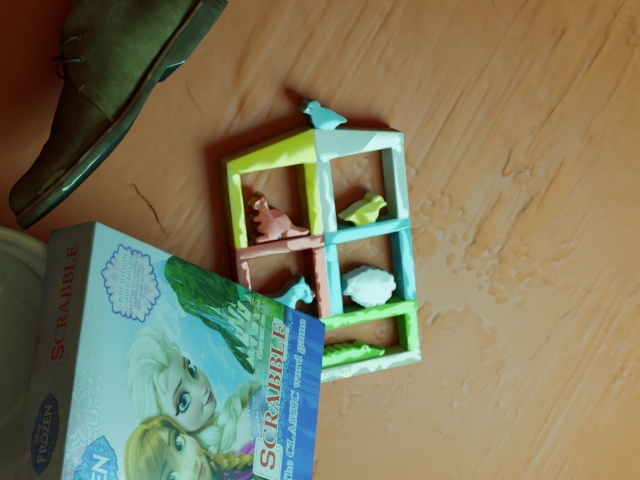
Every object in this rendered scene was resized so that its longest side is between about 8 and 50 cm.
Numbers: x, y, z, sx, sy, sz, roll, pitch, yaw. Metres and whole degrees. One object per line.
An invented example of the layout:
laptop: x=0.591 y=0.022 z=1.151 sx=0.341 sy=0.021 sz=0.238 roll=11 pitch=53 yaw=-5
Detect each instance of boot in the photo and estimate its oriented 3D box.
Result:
boot: x=-0.214 y=-0.143 z=1.740 sx=0.115 sy=0.112 sz=0.305 roll=39 pitch=63 yaw=-12

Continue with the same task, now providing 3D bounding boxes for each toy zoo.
toy zoo: x=0.000 y=0.000 z=1.915 sx=0.192 sy=0.030 sz=0.293 roll=-11 pitch=106 yaw=-18

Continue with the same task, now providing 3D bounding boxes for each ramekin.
ramekin: x=-0.346 y=0.105 z=1.749 sx=0.277 sy=0.135 sz=0.277 roll=-5 pitch=104 yaw=-21

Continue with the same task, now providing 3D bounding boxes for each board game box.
board game box: x=-0.131 y=0.182 z=1.722 sx=0.318 sy=0.066 sz=0.318 roll=25 pitch=62 yaw=-44
